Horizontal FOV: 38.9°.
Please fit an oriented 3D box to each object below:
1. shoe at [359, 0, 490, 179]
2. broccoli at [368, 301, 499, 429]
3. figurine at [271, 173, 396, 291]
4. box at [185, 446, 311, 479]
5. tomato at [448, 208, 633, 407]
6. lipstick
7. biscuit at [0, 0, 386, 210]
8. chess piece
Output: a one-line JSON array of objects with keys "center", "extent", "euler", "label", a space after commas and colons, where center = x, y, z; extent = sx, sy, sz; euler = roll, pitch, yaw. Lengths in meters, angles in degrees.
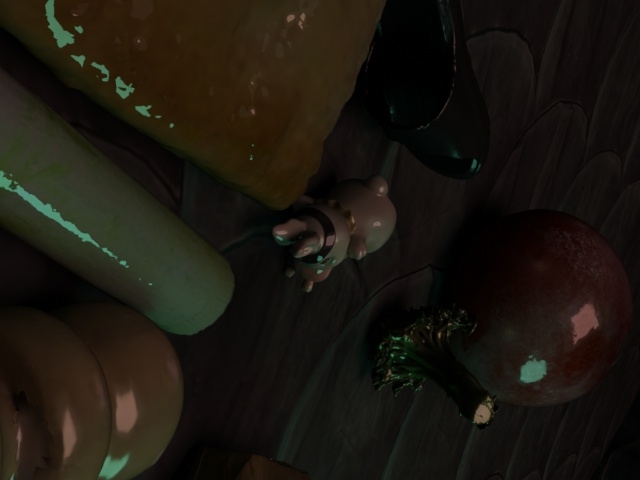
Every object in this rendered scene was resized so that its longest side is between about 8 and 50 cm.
[{"center": [0.079, -0.142, 0.823], "extent": [0.093, 0.108, 0.241], "euler": [-47, 137, -31], "label": "shoe"}, {"center": [0.133, 0.142, 1.005], "extent": [0.122, 0.204, 0.118], "euler": [2, 106, -23], "label": "broccoli"}, {"center": [0.008, 0.006, 0.816], "extent": [0.146, 0.081, 0.098], "euler": [-35, 136, -45], "label": "figurine"}, {"center": [-0.067, 0.252, 0.832], "extent": [0.111, 0.111, 0.177], "euler": [-62, 149, -12], "label": "box"}, {"center": [0.293, 0.094, 1.199], "extent": [0.270, 0.227, 0.270], "euler": [-39, 141, -40], "label": "tomato"}, {"center": [-0.146, -0.018, 0.554], "extent": [0.076, 0.076, 0.304], "euler": [-62, 150, -12], "label": "lipstick"}, {"center": [-0.040, -0.272, 0.538], "extent": [0.429, 0.104, 0.446], "euler": [-66, 151, -5], "label": "biscuit"}, {"center": [-0.192, 0.101, 0.499], "extent": [0.300, 0.167, 0.167], "euler": [-9, 116, -64], "label": "chess piece"}]
